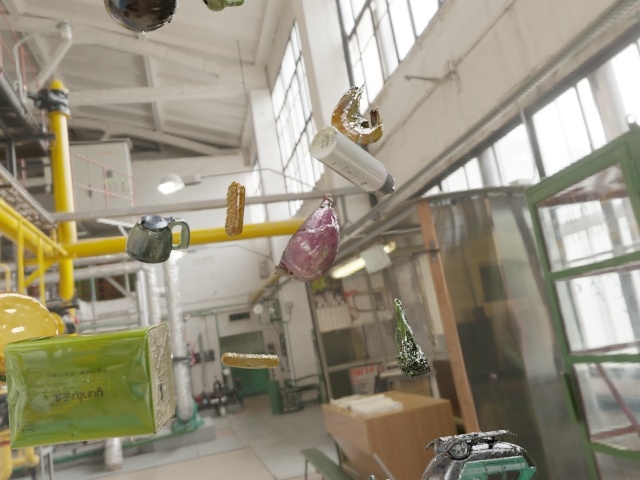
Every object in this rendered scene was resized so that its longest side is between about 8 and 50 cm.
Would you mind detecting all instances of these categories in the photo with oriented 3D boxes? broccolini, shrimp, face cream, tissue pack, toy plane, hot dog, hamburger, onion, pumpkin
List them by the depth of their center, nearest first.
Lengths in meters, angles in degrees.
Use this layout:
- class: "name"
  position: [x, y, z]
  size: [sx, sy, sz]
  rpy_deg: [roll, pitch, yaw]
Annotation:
- class: "toy plane"
  position: [0.203, 0.393, 0.865]
  size: [0.382, 0.155, 0.106]
  rpy_deg: [-3, -21, -13]
- class: "tissue pack"
  position: [-0.450, 0.282, 1.091]
  size: [0.275, 0.200, 0.167]
  rpy_deg: [-6, -3, 0]
- class: "broccolini"
  position: [0.175, 0.209, 1.162]
  size: [0.058, 0.201, 0.074]
  rpy_deg: [-29, -52, 8]
- class: "pumpkin"
  position: [-0.416, -0.594, 1.254]
  size: [0.163, 0.232, 0.233]
  rpy_deg: [-3, -12, -28]
- class: "hot dog"
  position: [-0.167, 0.284, 1.296]
  size: [0.137, 0.028, 0.044]
  rpy_deg: [5, -57, -19]
- class: "hamburger"
  position: [-0.803, 0.258, 1.380]
  size: [0.170, 0.246, 0.246]
  rpy_deg: [-37, -21, 24]
- class: "face cream"
  position: [0.104, -0.190, 1.433]
  size: [0.092, 0.092, 0.311]
  rpy_deg: [-17, -28, 37]
- class: "shrimp"
  position: [0.105, -0.353, 1.515]
  size: [0.150, 0.248, 0.068]
  rpy_deg: [18, -36, -13]
- class: "hot dog"
  position: [-0.252, -0.094, 1.615]
  size: [0.045, 0.164, 0.071]
  rpy_deg: [6, -8, -29]
- class: "onion"
  position: [0.000, 0.000, 1.891]
  size: [0.159, 0.348, 0.267]
  rpy_deg: [34, -16, 2]

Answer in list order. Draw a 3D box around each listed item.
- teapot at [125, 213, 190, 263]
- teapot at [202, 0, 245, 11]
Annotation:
- class: "teapot"
  position: [-0.401, -0.006, 1.359]
  size: [0.149, 0.108, 0.111]
  rpy_deg: [14, 29, -13]
- class: "teapot"
  position: [-0.265, -0.662, 1.457]
  size: [0.124, 0.090, 0.092]
  rpy_deg: [-15, -27, 17]
